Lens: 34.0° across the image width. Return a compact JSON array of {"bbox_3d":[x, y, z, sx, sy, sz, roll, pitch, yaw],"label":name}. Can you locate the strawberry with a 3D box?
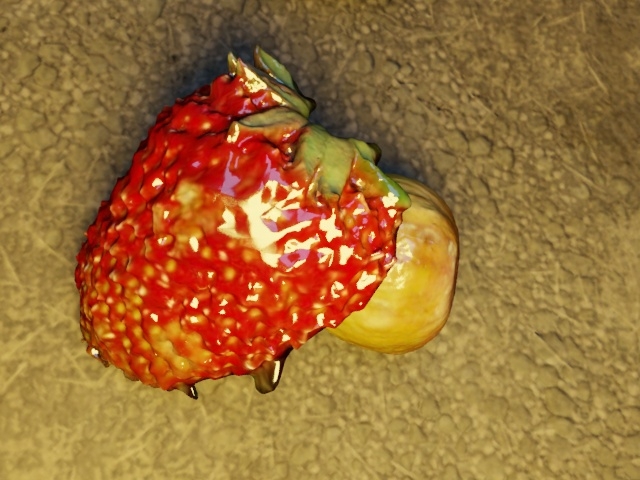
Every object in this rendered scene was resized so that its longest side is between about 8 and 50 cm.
[{"bbox_3d":[-0.091,0.015,0.818,0.233,0.137,0.306,45,103,15],"label":"strawberry"}]

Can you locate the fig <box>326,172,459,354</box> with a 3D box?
[{"bbox_3d":[0.000,0.000,0.914,0.257,0.159,0.159,19,71,-1],"label":"fig"}]
